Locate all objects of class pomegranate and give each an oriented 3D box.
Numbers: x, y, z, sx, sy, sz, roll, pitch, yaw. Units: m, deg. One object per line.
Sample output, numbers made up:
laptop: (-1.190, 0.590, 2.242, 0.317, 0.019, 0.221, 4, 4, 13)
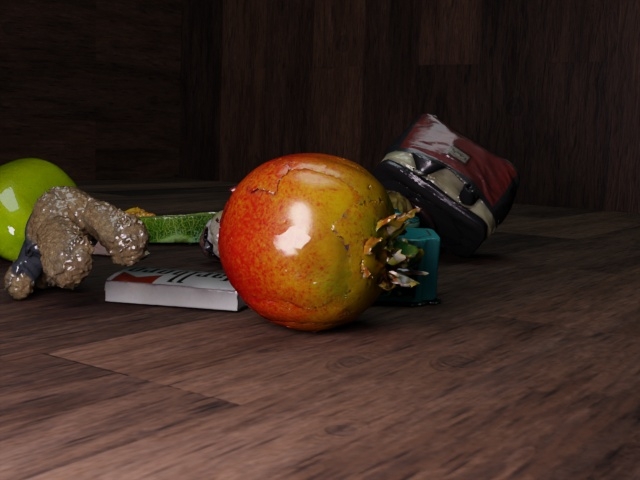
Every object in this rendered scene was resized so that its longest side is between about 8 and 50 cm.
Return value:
pomegranate: (0.000, 0.000, 1.003, 0.235, 0.210, 0.210, 4, 7, 21)

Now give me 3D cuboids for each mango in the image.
mango: (-0.496, -0.049, 1.512, 0.143, 0.175, 0.293, -37, 16, 9)

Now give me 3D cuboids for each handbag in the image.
handbag: (0.229, -0.100, 1.663, 0.254, 0.181, 0.181, 34, -27, 7)

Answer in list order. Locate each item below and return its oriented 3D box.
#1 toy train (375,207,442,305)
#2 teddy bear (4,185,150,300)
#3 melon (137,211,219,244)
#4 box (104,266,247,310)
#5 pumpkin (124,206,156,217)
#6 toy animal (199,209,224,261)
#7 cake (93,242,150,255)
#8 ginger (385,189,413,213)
toy train: (0.068, 0.024, 1.233, 0.203, 0.112, 0.163, -1, 12, -3)
teddy bear: (-0.319, -0.004, 1.137, 0.182, 0.129, 0.251, -19, 1, -38)
melon: (-0.274, -0.024, 1.756, 0.210, 0.064, 0.118, -2, 8, -11)
box: (-0.172, 0.061, 1.156, 0.178, 0.035, 0.115, 4, 8, 12)
pumpkin: (-0.379, -0.030, 1.808, 0.074, 0.054, 0.083, -25, 32, -37)
toy animal: (-0.144, -0.011, 1.508, 0.098, 0.098, 0.137, 6, 21, 30)
cake: (-0.354, 0.013, 1.546, 0.121, 0.065, 0.052, 27, 14, 14)
ginger: (0.031, -0.024, 1.570, 0.221, 0.130, 0.276, -4, -3, 30)
